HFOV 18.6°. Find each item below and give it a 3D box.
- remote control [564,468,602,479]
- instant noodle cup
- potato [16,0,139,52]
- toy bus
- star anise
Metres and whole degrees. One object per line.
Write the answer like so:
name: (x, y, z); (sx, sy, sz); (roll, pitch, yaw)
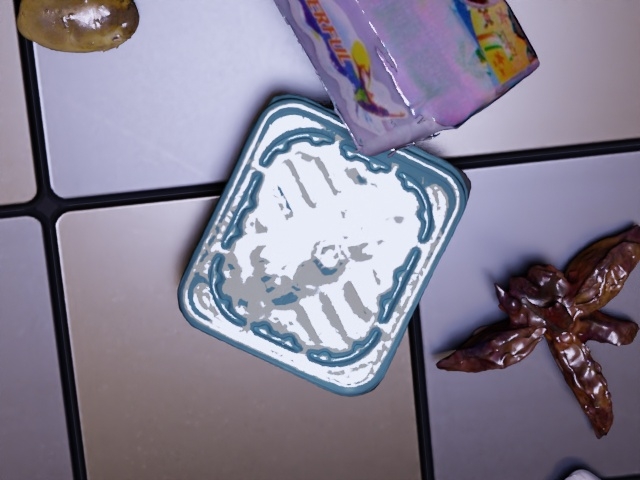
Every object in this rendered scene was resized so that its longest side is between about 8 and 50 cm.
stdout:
remote control: (0.268, 0.262, 1.447); (0.261, 0.029, 0.067); (36, 96, -12)
instant noodle cup: (0.000, 0.000, 1.354); (0.157, 0.070, 0.179); (25, 99, -7)
potato: (-0.164, -0.153, 1.327); (0.083, 0.040, 0.051); (-1, 96, -5)
toy bus: (0.011, -0.213, 1.267); (0.138, 0.112, 0.317); (-40, 102, -40)
star anise: (0.173, 0.064, 1.346); (0.141, 0.144, 0.158); (14, 99, -15)
